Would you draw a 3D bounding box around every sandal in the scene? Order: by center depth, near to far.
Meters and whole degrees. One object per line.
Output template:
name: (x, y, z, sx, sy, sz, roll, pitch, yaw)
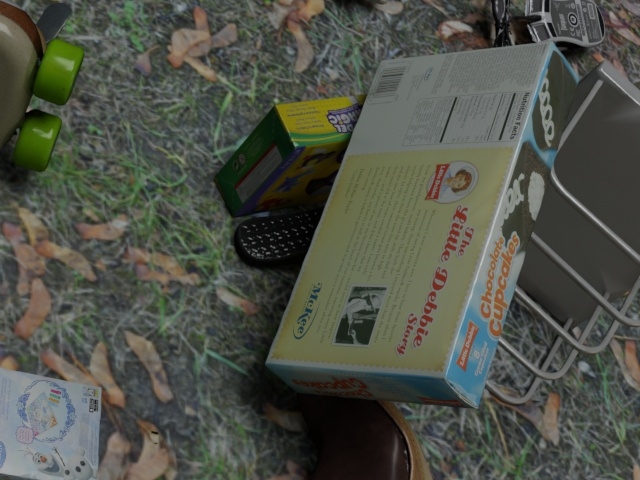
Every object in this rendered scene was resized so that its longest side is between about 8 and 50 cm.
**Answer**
sandal: (0.000, 0.000, 1.327, 0.179, 0.040, 0.067, -5, 56, -21)

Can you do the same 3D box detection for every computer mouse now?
computer mouse: (0.276, -0.266, 1.693, 0.193, 0.042, 0.106, -1, 77, -38)

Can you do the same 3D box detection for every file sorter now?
file sorter: (0.229, 0.009, 1.313, 0.193, 0.278, 0.173, 42, 50, -3)

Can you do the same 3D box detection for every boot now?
boot: (-0.002, 0.227, 1.127, 0.207, 0.090, 0.248, -19, 64, -35)

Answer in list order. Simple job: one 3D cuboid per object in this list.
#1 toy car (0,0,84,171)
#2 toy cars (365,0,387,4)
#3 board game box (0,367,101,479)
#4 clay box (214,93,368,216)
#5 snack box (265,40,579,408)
toy car: (-0.280, -0.175, 1.189, 0.155, 0.149, 0.188, 20, 38, -9)
toy cars: (0.087, -0.370, 1.603, 0.394, 0.087, 0.176, -15, 106, -39)
board game box: (-0.219, 0.150, 1.076, 0.090, 0.020, 0.090, 16, 52, -26)
clay box: (0.021, -0.088, 1.335, 0.222, 0.127, 0.053, -11, 67, -38)
snack box: (0.089, -0.018, 1.169, 0.060, 0.187, 0.322, 43, 59, -41)
